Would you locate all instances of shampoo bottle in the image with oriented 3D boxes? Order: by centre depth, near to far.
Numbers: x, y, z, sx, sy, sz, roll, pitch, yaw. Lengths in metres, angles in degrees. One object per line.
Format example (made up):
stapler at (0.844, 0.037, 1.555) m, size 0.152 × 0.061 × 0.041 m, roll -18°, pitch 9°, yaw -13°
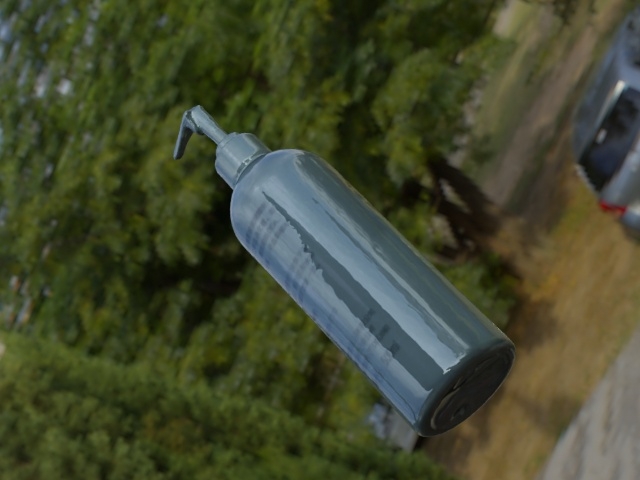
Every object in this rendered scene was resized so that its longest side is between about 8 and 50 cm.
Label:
shampoo bottle at (0.000, 0.000, 0.591) m, size 0.056 × 0.195 × 0.056 m, roll -33°, pitch -28°, yaw -21°
